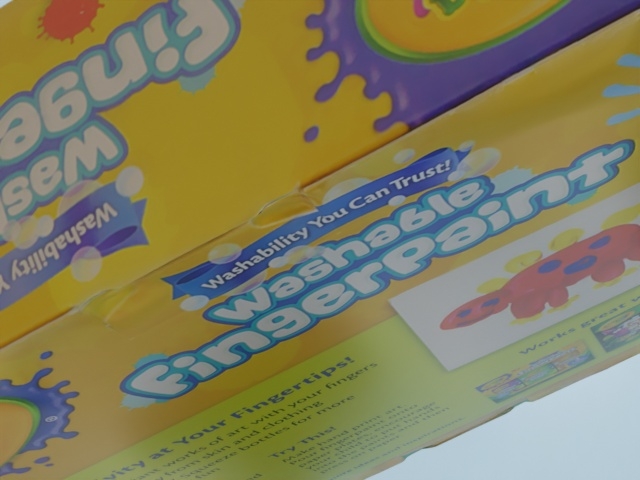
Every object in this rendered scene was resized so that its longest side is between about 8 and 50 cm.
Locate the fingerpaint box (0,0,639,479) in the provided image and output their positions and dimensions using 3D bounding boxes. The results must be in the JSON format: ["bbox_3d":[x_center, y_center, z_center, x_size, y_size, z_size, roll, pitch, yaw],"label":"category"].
[{"bbox_3d":[0.000,0.000,0.533,0.445,0.371,0.163,-28,-118,13],"label":"fingerpaint box"}]
